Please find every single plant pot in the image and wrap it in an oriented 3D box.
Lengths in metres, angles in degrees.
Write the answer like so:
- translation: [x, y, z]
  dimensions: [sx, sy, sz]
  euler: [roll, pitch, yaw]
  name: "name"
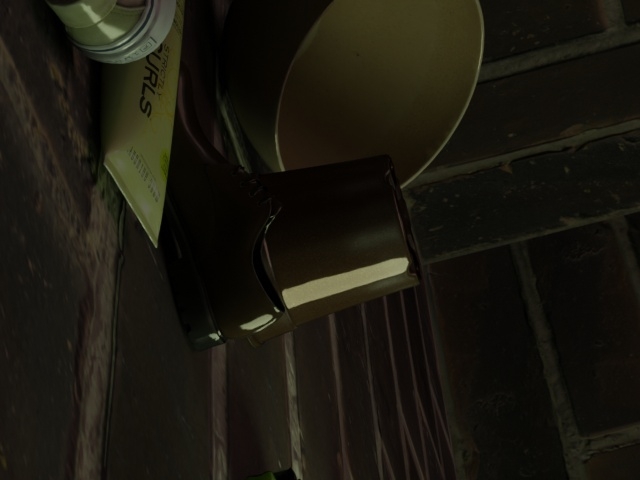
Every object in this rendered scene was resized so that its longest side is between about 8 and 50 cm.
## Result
- translation: [0.005, -0.199, 1.861]
  dimensions: [0.191, 0.284, 0.284]
  euler: [35, -22, 38]
  name: "plant pot"
- translation: [0.000, 0.000, 1.628]
  dimensions: [0.167, 0.165, 0.167]
  euler: [-14, 90, -84]
  name: "plant pot"

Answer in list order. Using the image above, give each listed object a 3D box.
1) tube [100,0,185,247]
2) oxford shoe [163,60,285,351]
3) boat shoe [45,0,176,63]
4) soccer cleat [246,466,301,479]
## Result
- translation: [-0.128, -0.112, 1.260]
  dimensions: [0.062, 0.070, 0.240]
  euler: [-48, -150, 40]
  name: "tube"
- translation: [-0.079, -0.038, 1.347]
  dimensions: [0.083, 0.096, 0.227]
  euler: [-39, 113, -81]
  name: "oxford shoe"
- translation: [-0.151, -0.269, 1.188]
  dimensions: [0.094, 0.109, 0.302]
  euler: [49, 29, -68]
  name: "boat shoe"
- translation: [-0.020, 0.225, 1.447]
  dimensions: [0.179, 0.060, 0.072]
  euler: [47, 28, -71]
  name: "soccer cleat"
